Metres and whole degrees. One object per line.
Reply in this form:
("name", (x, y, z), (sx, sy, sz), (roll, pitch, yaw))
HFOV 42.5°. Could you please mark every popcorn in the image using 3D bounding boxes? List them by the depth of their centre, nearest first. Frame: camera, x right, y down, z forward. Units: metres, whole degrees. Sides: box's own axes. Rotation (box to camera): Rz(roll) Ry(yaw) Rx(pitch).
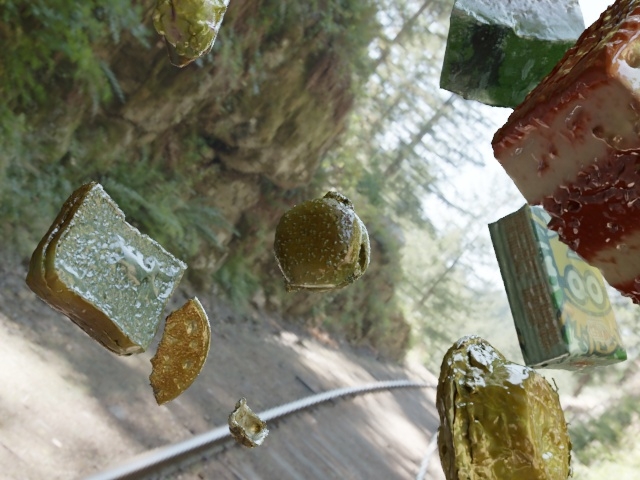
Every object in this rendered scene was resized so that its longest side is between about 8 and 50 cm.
("popcorn", (-0.196, -0.333, 1.216), (0.097, 0.089, 0.109), (14, -40, 12))

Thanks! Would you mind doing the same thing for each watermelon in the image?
("watermelon", (0.359, -0.415, 1.556), (0.264, 0.302, 0.151), (6, -11, -5))

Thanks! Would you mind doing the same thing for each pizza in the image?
("pizza", (-0.305, 0.239, 1.786), (0.127, 0.246, 0.058), (6, 5, -15))

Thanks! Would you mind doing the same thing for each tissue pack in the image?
("tissue pack", (0.466, 0.099, 1.623), (0.228, 0.128, 0.311), (11, 59, -43))

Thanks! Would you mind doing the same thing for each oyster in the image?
("oyster", (-0.089, 0.225, 0.995), (0.051, 0.034, 0.093), (-83, 154, -43))

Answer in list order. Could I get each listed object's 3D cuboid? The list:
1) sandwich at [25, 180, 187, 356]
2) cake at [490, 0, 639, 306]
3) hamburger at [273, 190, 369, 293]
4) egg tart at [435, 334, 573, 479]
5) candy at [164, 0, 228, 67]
("sandwich", (-0.434, 0.064, 1.685), (0.301, 0.099, 0.271), (47, 35, -31))
("cake", (0.404, -0.114, 0.929), (0.319, 0.269, 0.270), (43, -22, 1))
("hamburger", (0.000, 0.000, 1.673), (0.189, 0.215, 0.122), (-3, -22, 12))
("egg tart", (0.254, 0.258, 1.090), (0.295, 0.116, 0.295), (30, 53, -48))
("candy", (-0.222, -0.453, 1.552), (0.101, 0.143, 0.271), (21, -28, -14))
